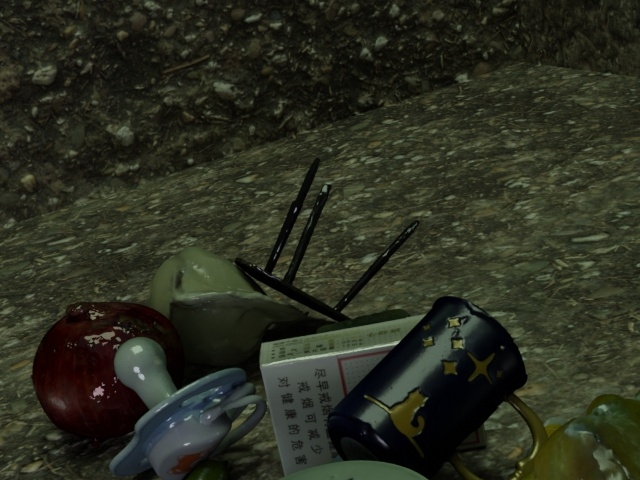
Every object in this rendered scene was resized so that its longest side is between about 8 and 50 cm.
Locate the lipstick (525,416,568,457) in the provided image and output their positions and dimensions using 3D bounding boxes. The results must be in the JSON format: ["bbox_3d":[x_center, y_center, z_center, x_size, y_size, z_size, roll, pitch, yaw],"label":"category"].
[{"bbox_3d":[0.312,0.344,1.724,0.059,0.059,0.264,-1,22,26],"label":"lipstick"}]

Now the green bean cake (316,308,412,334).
[{"bbox_3d":[0.092,0.210,2.163,0.183,0.094,0.185,-11,20,-3],"label":"green bean cake"}]

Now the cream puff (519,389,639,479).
[{"bbox_3d":[0.392,0.349,1.415,0.378,0.275,0.378,12,34,-9],"label":"cream puff"}]

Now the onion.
[{"bbox_3d":[-0.380,0.223,2.145,0.276,0.276,0.276,-10,19,3],"label":"onion"}]

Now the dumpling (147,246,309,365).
[{"bbox_3d":[-0.179,0.123,2.330,0.316,0.233,0.395,1,-13,-6],"label":"dumpling"}]

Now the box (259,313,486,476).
[{"bbox_3d":[0.085,0.245,1.896,0.330,0.210,0.095,-10,20,4],"label":"box"}]

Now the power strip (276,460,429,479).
[{"bbox_3d":[0.027,0.424,1.446,0.357,0.161,0.357,-14,24,7],"label":"power strip"}]

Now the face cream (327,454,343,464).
[{"bbox_3d":[0.024,0.372,1.742,0.385,0.086,0.135,-37,31,-28],"label":"face cream"}]

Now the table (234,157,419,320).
[{"bbox_3d":[0.000,0.000,2.386,0.317,0.317,0.249,20,79,55],"label":"table"}]

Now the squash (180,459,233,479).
[{"bbox_3d":[-0.187,0.406,1.798,0.080,0.071,0.318,-29,14,9],"label":"squash"}]

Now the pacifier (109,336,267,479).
[{"bbox_3d":[-0.244,0.254,1.939,0.244,0.233,0.299,-24,-20,-43],"label":"pacifier"}]

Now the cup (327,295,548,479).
[{"bbox_3d":[0.175,0.241,1.662,0.255,0.178,0.256,27,59,37],"label":"cup"}]
